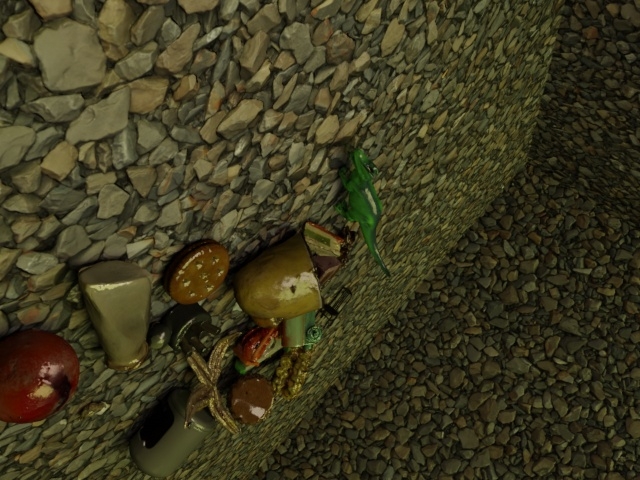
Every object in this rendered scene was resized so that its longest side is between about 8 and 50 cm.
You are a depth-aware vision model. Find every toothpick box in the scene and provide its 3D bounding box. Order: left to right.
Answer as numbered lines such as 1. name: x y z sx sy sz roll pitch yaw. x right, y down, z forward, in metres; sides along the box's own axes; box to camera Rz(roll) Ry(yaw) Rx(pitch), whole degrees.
1. toothpick box: -0.560 0.742 1.906 0.316 0.229 0.229 -48 155 -2

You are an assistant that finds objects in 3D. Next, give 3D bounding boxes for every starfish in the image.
1. starfish: -0.390 0.528 1.876 0.384 0.132 0.399 37 59 -70

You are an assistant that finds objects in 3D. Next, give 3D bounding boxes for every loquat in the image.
1. loquat: -0.206 0.279 1.957 0.113 0.137 0.137 -48 157 -28

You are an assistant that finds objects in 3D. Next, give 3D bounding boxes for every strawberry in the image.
1. strawberry: -0.245 0.392 1.996 0.188 0.082 0.121 -48 156 -43

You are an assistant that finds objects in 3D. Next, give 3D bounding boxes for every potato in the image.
1. potato: -0.162 0.139 1.797 0.295 0.290 0.397 -15 -173 -9

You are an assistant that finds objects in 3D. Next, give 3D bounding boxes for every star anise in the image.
1. star anise: 0.105 0.003 2.143 0.177 0.073 0.234 -65 168 -49

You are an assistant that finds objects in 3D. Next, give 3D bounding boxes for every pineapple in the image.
1. pineapple: -0.314 0.694 2.266 0.223 0.223 0.357 -43 178 -15

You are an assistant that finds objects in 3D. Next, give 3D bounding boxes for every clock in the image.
1. clock: -0.241 0.437 2.150 0.255 0.106 0.220 -29 148 -38

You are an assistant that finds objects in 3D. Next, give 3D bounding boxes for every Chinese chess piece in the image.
1. Chinese chess piece: 0.223 -0.054 2.311 0.122 0.051 0.122 -37 150 -26

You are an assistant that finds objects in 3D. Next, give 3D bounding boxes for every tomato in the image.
1. tomato: -0.665 0.318 1.178 0.208 0.184 0.208 -37 153 -23

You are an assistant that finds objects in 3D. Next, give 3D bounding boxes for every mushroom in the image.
1. mushroom: -0.514 0.191 1.318 0.154 0.137 0.408 -45 160 -38

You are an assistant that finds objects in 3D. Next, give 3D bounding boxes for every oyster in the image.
1. oyster: -0.715 0.528 1.590 0.080 0.038 0.083 -31 177 -15

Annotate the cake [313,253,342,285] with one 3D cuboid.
1. cake: -0.015 0.149 2.178 0.115 0.113 0.295 -24 157 -34

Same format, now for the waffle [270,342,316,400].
1. waffle: -0.129 0.589 2.381 0.324 0.151 0.261 -54 167 -74

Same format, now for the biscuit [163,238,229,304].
1. biscuit: -0.365 0.092 1.513 0.220 0.066 0.221 -38 149 -27

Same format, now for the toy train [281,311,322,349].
1. toy train: -0.088 0.307 2.076 0.177 0.116 0.286 -1 92 -27

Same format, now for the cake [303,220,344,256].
1. cake: 0.020 0.002 1.943 0.220 0.116 0.086 56 39 -66

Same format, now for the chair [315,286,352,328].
1. chair: 0.067 0.328 2.546 0.213 0.084 0.101 -55 159 11

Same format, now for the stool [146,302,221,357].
1. stool: -0.428 0.296 1.602 0.228 0.139 0.153 -35 150 -35

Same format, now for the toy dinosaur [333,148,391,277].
1. toy dinosaur: 0.209 -0.086 1.829 0.143 0.500 0.374 -34 -173 -15
